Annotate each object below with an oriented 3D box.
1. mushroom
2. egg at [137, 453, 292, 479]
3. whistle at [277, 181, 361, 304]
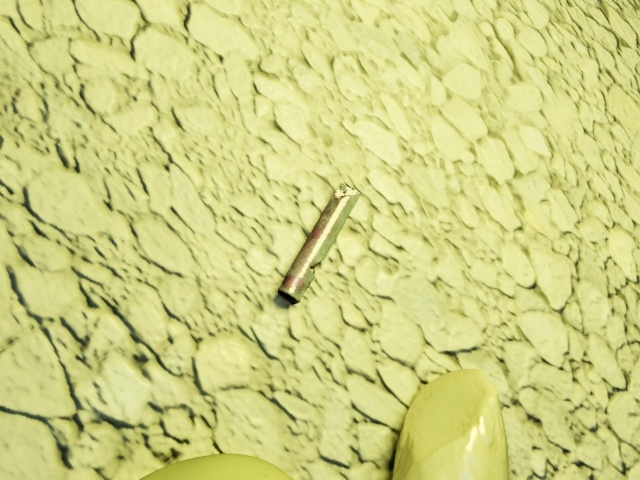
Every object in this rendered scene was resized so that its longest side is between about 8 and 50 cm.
[{"bbox_3d":[0.128,0.308,0.449,0.129,0.128,0.349,22,73,-13],"label":"mushroom"},{"bbox_3d":[-0.112,0.302,0.318,0.269,0.219,0.219,-38,91,-25],"label":"egg"},{"bbox_3d":[0.000,0.000,0.528,0.033,0.033,0.176,33,70,-9],"label":"whistle"}]
